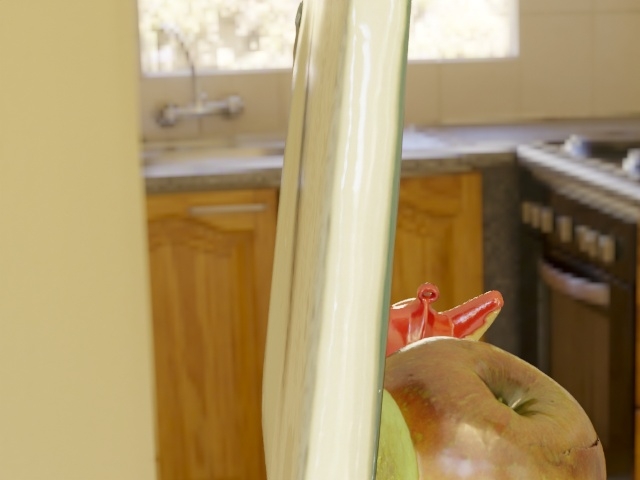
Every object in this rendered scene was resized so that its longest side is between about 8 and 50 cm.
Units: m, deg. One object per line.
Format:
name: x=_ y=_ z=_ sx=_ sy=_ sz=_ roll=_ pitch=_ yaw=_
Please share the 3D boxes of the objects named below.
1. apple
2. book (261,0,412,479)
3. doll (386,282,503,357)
apple: x=0.087 y=0.147 z=0.930 sx=0.163 sy=0.147 sz=0.146 roll=21 pitch=24 yaw=-23
book: x=0.000 y=0.000 z=0.710 sx=0.031 sy=0.264 sz=0.379 roll=5 pitch=3 yaw=-4
doll: x=0.056 y=0.089 z=1.108 sx=0.109 sy=0.169 sz=0.057 roll=8 pitch=47 yaw=-10
